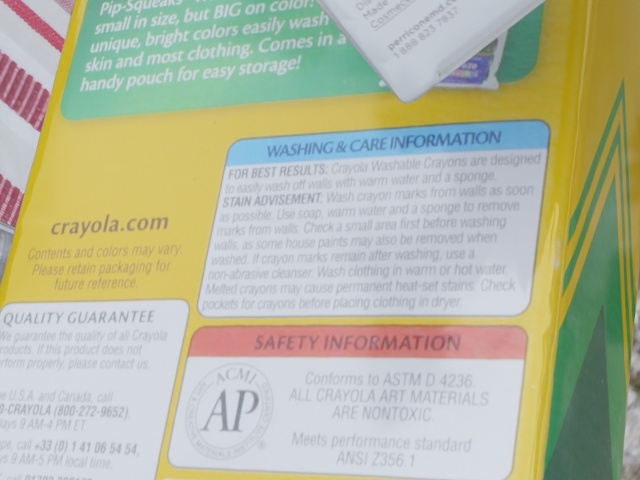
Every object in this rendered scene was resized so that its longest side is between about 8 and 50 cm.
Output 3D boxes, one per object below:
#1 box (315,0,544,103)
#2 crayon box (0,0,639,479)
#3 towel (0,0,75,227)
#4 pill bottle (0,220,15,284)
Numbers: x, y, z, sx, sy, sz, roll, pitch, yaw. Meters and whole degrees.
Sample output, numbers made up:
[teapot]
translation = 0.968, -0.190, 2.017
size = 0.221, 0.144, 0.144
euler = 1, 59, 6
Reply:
[box]
translation = 0.028, -0.110, 0.383
size = 0.101, 0.087, 0.102
euler = -37, 108, 11
[crayon box]
translation = 0.000, 0.000, 0.495
size = 0.203, 0.083, 0.322
euler = -2, 66, 28
[towel]
translation = -0.258, -0.112, 1.042
size = 0.037, 0.237, 0.329
euler = -18, 40, 42
[pill bottle]
translation = -0.188, 0.011, 0.621
size = 0.137, 0.078, 0.078
euler = 25, 62, -23
